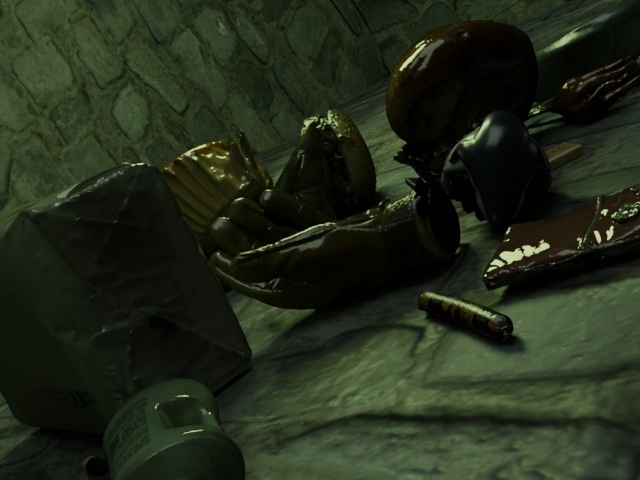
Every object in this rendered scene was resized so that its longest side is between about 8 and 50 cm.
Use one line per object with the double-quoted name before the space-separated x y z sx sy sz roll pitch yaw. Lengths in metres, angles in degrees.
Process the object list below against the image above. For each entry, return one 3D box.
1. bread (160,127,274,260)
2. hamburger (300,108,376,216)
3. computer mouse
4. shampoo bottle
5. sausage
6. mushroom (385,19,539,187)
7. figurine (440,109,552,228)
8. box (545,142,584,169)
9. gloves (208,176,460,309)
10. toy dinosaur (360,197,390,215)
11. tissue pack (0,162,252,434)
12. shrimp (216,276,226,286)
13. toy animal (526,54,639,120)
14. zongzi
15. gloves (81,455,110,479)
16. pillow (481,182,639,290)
"bread" -0.213 -0.073 1.672 0.236 0.183 0.388 -48 -5 -10
"hamburger" 0.033 -0.148 1.655 0.122 0.190 0.215 -16 11 4
"computer mouse" 0.464 -0.325 1.620 0.188 0.122 0.371 -28 5 -19
"shampoo bottle" -0.127 0.195 0.768 0.118 0.087 0.234 -30 13 -10
"sausage" 0.138 0.071 0.871 0.028 0.025 0.198 -27 11 -12
"mushroom" 0.218 -0.224 1.457 0.195 0.263 0.283 16 72 36
"figurine" 0.227 -0.095 1.130 0.145 0.145 0.222 -24 11 12
"box" 0.322 -0.112 1.271 0.093 0.015 0.058 -27 14 -5
"gloves" 0.008 0.011 1.137 0.331 0.141 0.154 -11 43 24
"toy dinosaur" 0.061 -0.018 1.403 0.162 0.039 0.126 -32 2 0
"tissue pack" -0.302 0.080 1.131 0.207 0.297 0.380 -33 12 -35
"shrimp" -0.219 0.069 1.591 0.253 0.058 0.173 -13 11 47
"toy animal" 0.417 -0.237 1.482 0.229 0.066 0.224 -31 11 21
"zongzi" -0.061 -0.088 1.568 0.094 0.205 0.205 -2 -6 -33
"gloves" -0.231 0.235 0.930 0.044 0.037 0.081 10 -2 2
"pillow" 0.276 -0.013 0.890 0.232 0.043 0.126 -21 14 29
